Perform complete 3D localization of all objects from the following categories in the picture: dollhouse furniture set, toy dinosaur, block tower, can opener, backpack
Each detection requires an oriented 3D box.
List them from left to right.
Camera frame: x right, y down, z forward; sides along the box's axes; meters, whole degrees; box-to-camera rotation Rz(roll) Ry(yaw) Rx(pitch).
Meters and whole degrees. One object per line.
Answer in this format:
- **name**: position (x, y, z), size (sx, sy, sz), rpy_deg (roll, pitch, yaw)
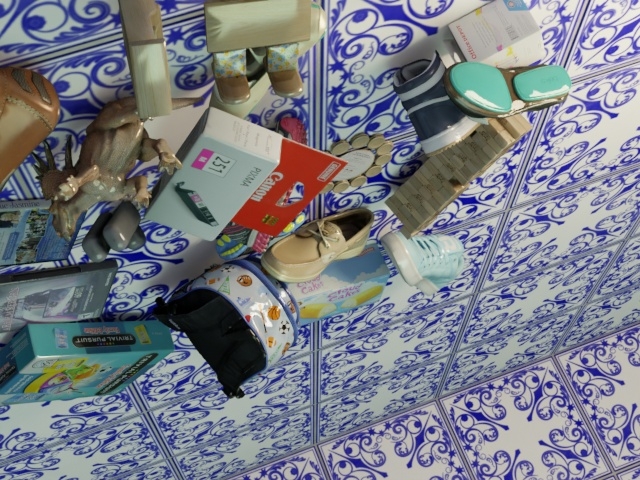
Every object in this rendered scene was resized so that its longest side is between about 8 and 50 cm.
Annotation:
- **toy dinosaur**: position (-0.314, -0.134, 1.390), size (0.296, 0.200, 0.127), rpy_deg (-52, 128, -6)
- **can opener**: position (-0.317, -0.018, 1.535), size (0.074, 0.093, 0.280), rpy_deg (-30, -169, 5)
- **dollhouse furniture set**: position (-0.125, -0.260, 1.205), size (0.242, 0.161, 0.212), rpy_deg (-9, 137, -11)
- **backpack**: position (-0.162, 0.159, 1.914), size (0.213, 0.276, 0.263), rpy_deg (-46, -170, -26)
- **block tower**: position (0.263, -0.141, 1.885), size (0.091, 0.097, 0.335), rpy_deg (-29, 165, -50)

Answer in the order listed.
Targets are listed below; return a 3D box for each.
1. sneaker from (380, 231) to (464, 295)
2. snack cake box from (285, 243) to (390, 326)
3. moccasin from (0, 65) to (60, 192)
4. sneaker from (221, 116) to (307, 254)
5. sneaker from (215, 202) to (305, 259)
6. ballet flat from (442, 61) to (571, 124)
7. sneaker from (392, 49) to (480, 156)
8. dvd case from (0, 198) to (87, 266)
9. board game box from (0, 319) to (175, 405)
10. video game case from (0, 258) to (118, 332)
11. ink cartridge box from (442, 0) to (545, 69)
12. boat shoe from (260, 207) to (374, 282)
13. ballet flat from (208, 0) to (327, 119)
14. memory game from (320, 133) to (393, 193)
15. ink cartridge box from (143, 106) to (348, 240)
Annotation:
- **sneaker**: position (0.249, 0.026, 2.208), size (0.150, 0.135, 0.366), rpy_deg (-36, 162, 9)
- **snack cake box**: position (0.016, 0.110, 2.201), size (0.264, 0.089, 0.152), rpy_deg (-16, 155, -16)
- **moccasin**: position (-0.512, -0.090, 1.299), size (0.380, 0.139, 0.147), rpy_deg (-38, 150, 28)
- **sneaker**: position (-0.106, -0.096, 1.675), size (0.112, 0.121, 0.299), rpy_deg (23, 131, -4)
- **sneaker**: position (-0.119, -0.020, 1.878), size (0.188, 0.067, 0.078), rpy_deg (-28, 176, 5)
- **ballet flat**: position (0.289, -0.233, 1.542), size (0.280, 0.095, 0.096), rpy_deg (-5, 164, -34)
- **sneaker**: position (0.218, -0.260, 1.646), size (0.099, 0.153, 0.282), rpy_deg (-25, -170, 33)
- **dvd case**: position (-0.528, -0.009, 1.584), size (0.253, 0.022, 0.180), rpy_deg (-6, 151, -33)
- **board game box**: position (-0.521, 0.261, 2.023), size (0.336, 0.079, 0.254), rpy_deg (3, 149, -45)
- **video game case**: position (-0.538, 0.113, 1.813), size (0.274, 0.026, 0.196), rpy_deg (-9, 151, -30)
- **ink cartridge box**: position (0.284, -0.326, 1.566), size (0.143, 0.092, 0.090), rpy_deg (-26, 156, 9)
- **boat shoe**: position (0.000, 0.000, 1.925), size (0.302, 0.109, 0.098), rpy_deg (-19, 148, -46)
- **ballet flat**: position (-0.098, -0.262, 1.384), size (0.248, 0.086, 0.086), rpy_deg (-44, 149, 19)
- **memory game**: position (0.055, -0.146, 1.818), size (0.186, 0.012, 0.186), rpy_deg (-18, 154, -9)
- **ink cartridge box**: position (-0.124, -0.079, 1.512), size (0.239, 0.060, 0.275), rpy_deg (20, 146, -20)
